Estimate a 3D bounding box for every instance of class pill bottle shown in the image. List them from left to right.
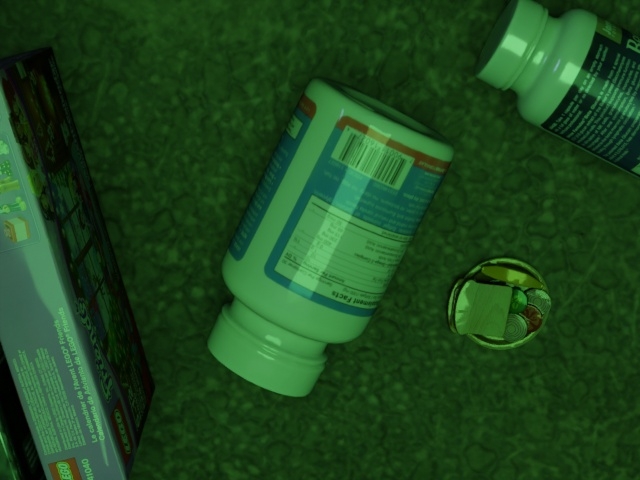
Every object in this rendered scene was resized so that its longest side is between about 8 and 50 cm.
[{"bbox_3d":[0.000,0.000,1.009,0.124,0.124,0.222,26,102,-6],"label":"pill bottle"},{"bbox_3d":[0.206,-0.115,0.999,0.169,0.094,0.094,26,101,-7],"label":"pill bottle"}]

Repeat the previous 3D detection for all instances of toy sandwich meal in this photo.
[{"bbox_3d":[0.144,0.052,1.070,0.085,0.029,0.086,0,103,0],"label":"toy sandwich meal"}]

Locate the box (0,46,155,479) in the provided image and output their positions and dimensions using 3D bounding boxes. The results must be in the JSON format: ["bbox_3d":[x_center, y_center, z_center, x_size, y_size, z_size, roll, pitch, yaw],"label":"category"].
[{"bbox_3d":[-0.194,0.014,0.972,0.057,0.201,0.293,-15,103,3],"label":"box"}]

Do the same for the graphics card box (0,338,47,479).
[{"bbox_3d":[-0.263,0.056,0.965,0.094,0.233,0.371,-17,103,0],"label":"graphics card box"}]
